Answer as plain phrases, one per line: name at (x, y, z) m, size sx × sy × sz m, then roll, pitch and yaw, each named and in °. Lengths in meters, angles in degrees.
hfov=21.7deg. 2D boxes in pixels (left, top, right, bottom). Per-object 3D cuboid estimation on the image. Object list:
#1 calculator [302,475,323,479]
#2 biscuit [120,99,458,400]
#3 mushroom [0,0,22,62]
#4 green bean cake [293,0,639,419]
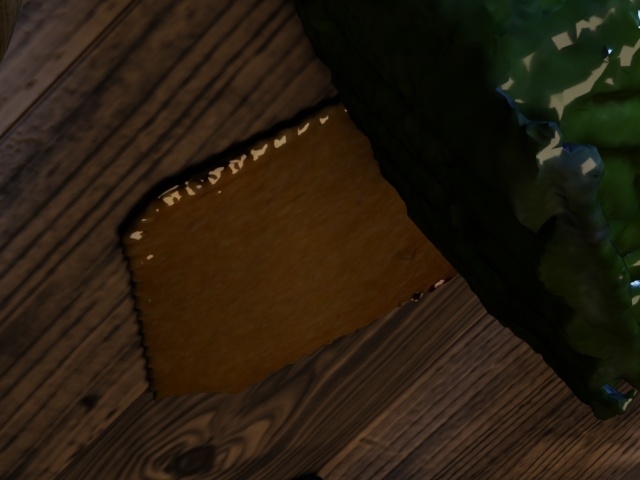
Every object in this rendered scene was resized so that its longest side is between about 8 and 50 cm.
calculator at (-0.093, 0.272, 1.224) m, size 0.161 × 0.021 × 0.262 m, roll -13°, pitch 142°, yaw -36°
biscuit at (0.000, 0.000, 0.949) m, size 0.237 × 0.013 × 0.232 m, roll -27°, pitch 149°, yaw -17°
mushroom at (-0.160, -0.082, 0.621) m, size 0.123 × 0.052 × 0.123 m, roll -31°, pitch 152°, yaw -19°
green bean cake at (0.176, -0.112, 0.772) m, size 0.319 × 0.218 × 0.335 m, roll -39°, pitch 149°, yaw -4°
